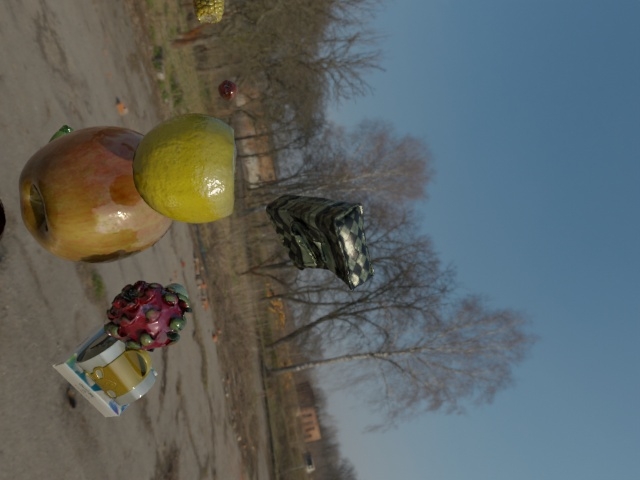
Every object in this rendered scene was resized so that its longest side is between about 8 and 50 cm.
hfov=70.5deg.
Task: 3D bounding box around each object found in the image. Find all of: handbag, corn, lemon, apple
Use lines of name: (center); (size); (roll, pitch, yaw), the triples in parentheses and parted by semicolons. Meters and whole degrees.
handbag: (0.000, 0.000, 1.680); (0.416, 0.180, 0.316); (14, -51, 48)
corn: (-0.300, -0.728, 1.181); (0.101, 0.102, 0.310); (150, -68, -82)
lemon: (-0.295, -0.155, 0.994); (0.240, 0.220, 0.240); (178, -90, -78)
apple: (-0.613, -0.120, 1.251); (0.347, 0.392, 0.390); (-34, 122, -50)

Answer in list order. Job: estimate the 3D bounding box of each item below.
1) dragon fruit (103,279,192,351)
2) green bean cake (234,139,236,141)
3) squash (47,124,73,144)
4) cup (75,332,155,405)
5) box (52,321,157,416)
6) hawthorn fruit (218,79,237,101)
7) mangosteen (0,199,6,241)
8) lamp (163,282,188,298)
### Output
dragon fruit: (-0.467, 0.203, 1.225); (0.198, 0.218, 0.273); (61, -27, -6)
green bean cake: (-0.423, -0.326, 1.806); (0.184, 0.094, 0.183); (-59, -166, -16)
squash: (-1.153, -0.311, 1.952); (0.107, 0.107, 0.394); (152, -42, -82)
cup: (-0.653, 0.413, 1.507); (0.226, 0.241, 0.185); (64, 29, -19)
box: (-0.771, 0.467, 1.640); (0.274, 0.116, 0.203); (56, 41, -17)
hawthorn fruit: (-0.381, -0.614, 1.874); (0.093, 0.081, 0.080); (109, -30, -73)
mangosteen: (-0.888, -0.033, 1.020); (0.297, 0.293, 0.297); (36, 30, -25)
lamp: (-0.540, 0.208, 1.571); (0.193, 0.106, 0.106); (-10, 89, -64)
